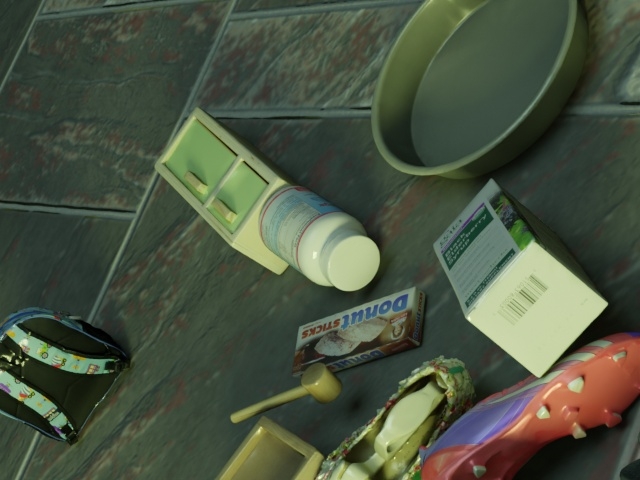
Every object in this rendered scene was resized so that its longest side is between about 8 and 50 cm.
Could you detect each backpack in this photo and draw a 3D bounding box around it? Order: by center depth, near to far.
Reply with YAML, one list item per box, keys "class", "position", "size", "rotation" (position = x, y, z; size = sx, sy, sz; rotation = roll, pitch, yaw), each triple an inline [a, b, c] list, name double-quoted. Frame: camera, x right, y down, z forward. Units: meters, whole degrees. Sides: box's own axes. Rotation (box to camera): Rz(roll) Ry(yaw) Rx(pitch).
- class: "backpack"
  position: [-0.361, 0.160, 2.028]
  size: [0.158, 0.173, 0.117]
  rotation: [-55, 35, 5]

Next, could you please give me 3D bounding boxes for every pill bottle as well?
- class: "pill bottle"
  position: [0.000, 0.000, 1.788]
  size: [0.087, 0.087, 0.160]
  rotation: [-57, 35, 1]

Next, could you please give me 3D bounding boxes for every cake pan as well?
- class: "cake pan"
  position: [0.180, -0.192, 1.746]
  size: [0.293, 0.054, 0.293]
  rotation: [-30, 43, 33]

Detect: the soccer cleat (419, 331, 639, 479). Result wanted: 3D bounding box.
- class: "soccer cleat"
  position: [0.192, 0.152, 1.424]
  size: [0.248, 0.083, 0.095]
  rotation: [-40, 33, 10]

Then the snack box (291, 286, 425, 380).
- class: "snack box"
  position: [0.040, 0.104, 1.715]
  size: [0.178, 0.022, 0.064]
  rotation: [-22, 47, 41]

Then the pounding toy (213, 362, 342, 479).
- class: "pounding toy"
  position: [-0.029, 0.235, 1.647]
  size: [0.206, 0.094, 0.181]
  rotation: [-53, 29, -9]

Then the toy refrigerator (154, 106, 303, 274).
- class: "toy refrigerator"
  position: [-0.108, -0.069, 1.966]
  size: [0.102, 0.094, 0.269]
  rotation: [-54, 36, 5]

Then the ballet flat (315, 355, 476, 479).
- class: "ballet flat"
  position: [0.056, 0.207, 1.518]
  size: [0.091, 0.077, 0.241]
  rotation: [37, 91, 19]

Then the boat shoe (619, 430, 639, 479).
- class: "boat shoe"
  position: [0.321, 0.208, 1.182]
  size: [0.500, 0.156, 0.187]
  rotation: [-53, 33, 4]

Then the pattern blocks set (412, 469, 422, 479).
- class: "pattern blocks set"
  position: [0.126, 0.328, 1.436]
  size: [0.285, 0.026, 0.324]
  rotation: [-37, 40, 27]

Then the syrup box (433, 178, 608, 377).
- class: "syrup box"
  position: [0.181, 0.029, 1.470]
  size: [0.093, 0.096, 0.237]
  rotation: [-49, 14, 10]
